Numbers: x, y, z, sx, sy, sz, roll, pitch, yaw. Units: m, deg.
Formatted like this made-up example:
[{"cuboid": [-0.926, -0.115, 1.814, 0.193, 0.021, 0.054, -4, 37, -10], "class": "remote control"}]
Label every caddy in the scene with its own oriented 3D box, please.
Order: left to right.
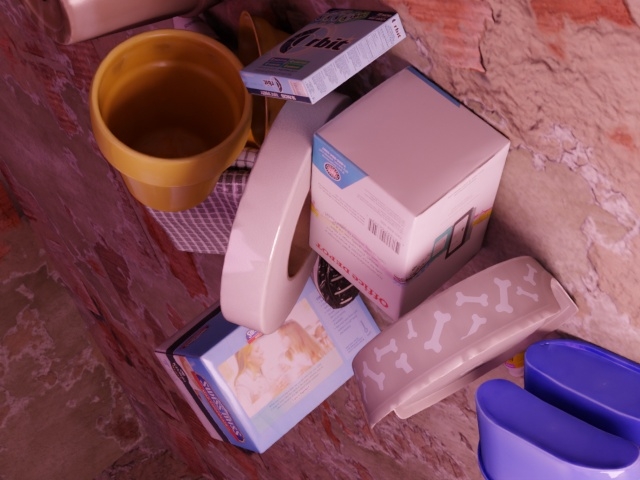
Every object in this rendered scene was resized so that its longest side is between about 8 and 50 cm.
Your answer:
[{"cuboid": [0.377, 0.293, 1.599, 0.341, 0.241, 0.179, 25, 138, 46], "class": "caddy"}]

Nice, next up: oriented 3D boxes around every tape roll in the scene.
[{"cuboid": [-0.044, -0.047, 1.713, 0.072, 0.392, 0.392, 19, 147, 10], "class": "tape roll"}]

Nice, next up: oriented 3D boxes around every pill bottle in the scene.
[{"cuboid": [0.311, 0.178, 1.790, 0.043, 0.043, 0.083, 27, 145, 43], "class": "pill bottle"}]

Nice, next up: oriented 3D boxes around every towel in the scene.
[{"cuboid": [-0.191, -0.062, 2.071, 0.235, 0.121, 0.284, 3, 149, 17], "class": "towel"}]

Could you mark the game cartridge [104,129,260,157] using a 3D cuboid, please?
[{"cuboid": [-0.239, -0.194, 2.037, 0.323, 0.053, 0.285, 14, 150, -1], "class": "game cartridge"}]

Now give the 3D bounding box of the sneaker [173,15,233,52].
[{"cuboid": [-0.224, -0.304, 2.041, 0.129, 0.111, 0.297, 61, 156, 22], "class": "sneaker"}]

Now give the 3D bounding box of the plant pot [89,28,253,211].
[{"cuboid": [-0.241, -0.172, 1.818, 0.254, 0.254, 0.239, 45, 156, 16], "class": "plant pot"}]

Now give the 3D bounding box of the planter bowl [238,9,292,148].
[{"cuboid": [-0.066, -0.259, 1.768, 0.217, 0.090, 0.217, 171, 90, -78], "class": "planter bowl"}]

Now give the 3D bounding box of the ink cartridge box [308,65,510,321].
[{"cuboid": [0.118, -0.063, 1.619, 0.198, 0.197, 0.270, 41, 153, 22], "class": "ink cartridge box"}]

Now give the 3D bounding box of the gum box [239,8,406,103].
[{"cuboid": [0.002, -0.262, 1.571, 0.157, 0.184, 0.041, 18, 139, 51], "class": "gum box"}]

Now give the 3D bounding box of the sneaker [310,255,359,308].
[{"cuboid": [0.000, 0.000, 2.050, 0.108, 0.100, 0.272, 24, 139, 64], "class": "sneaker"}]

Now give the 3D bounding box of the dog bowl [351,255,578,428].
[{"cuboid": [0.199, 0.143, 1.609, 0.102, 0.348, 0.349, 60, 158, 14], "class": "dog bowl"}]

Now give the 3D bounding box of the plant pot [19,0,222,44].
[{"cuboid": [-0.343, -0.462, 1.797, 0.323, 0.280, 0.323, 41, 154, 25], "class": "plant pot"}]

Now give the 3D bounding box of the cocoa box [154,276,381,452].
[{"cuboid": [-0.093, 0.205, 2.165, 0.228, 0.347, 0.231, -1, 123, 60], "class": "cocoa box"}]
